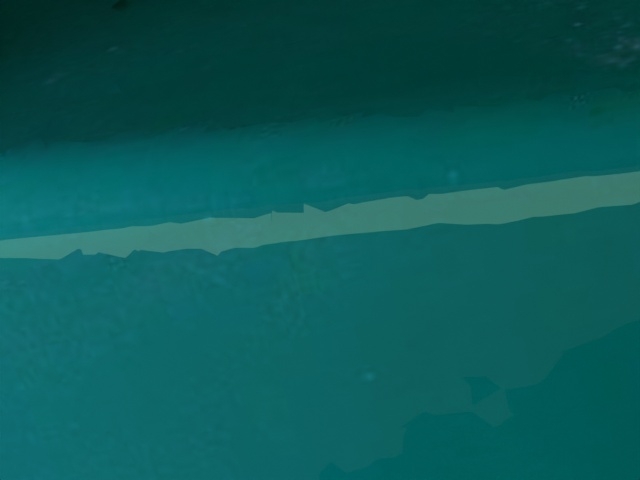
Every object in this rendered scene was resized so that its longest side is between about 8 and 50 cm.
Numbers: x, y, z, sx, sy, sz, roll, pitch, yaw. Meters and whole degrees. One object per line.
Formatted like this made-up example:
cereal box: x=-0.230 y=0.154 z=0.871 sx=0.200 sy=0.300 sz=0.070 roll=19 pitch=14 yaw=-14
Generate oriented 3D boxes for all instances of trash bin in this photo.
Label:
trash bin: x=0.000 y=0.000 z=0.575 sx=0.381 sy=0.259 sz=0.295 roll=-8 pitch=119 yaw=18
